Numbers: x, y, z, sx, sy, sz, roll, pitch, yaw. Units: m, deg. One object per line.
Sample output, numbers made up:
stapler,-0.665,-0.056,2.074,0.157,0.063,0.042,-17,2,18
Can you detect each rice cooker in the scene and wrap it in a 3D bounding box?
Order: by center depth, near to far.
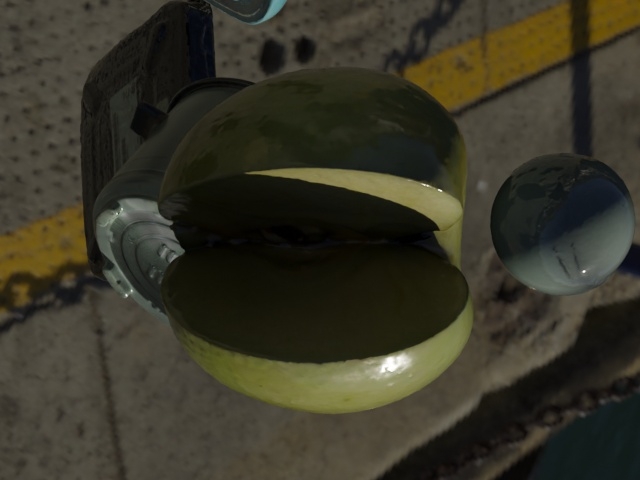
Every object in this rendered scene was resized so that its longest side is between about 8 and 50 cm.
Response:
rice cooker,-0.090,-0.033,1.443,0.227,0.280,0.241,-54,175,-35

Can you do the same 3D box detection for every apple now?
apple,0.000,0.000,1.172,0.292,0.254,0.292,0,90,-80

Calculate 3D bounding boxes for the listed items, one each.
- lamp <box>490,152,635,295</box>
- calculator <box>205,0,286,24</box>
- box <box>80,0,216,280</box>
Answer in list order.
lamp,0.173,-0.012,1.010,0.105,0.105,0.105,-19,118,-41
calculator,-0.107,-0.309,0.969,0.054,0.386,0.256,-17,134,-23
box,-0.243,-0.137,2.005,0.091,0.350,0.359,4,72,-31
